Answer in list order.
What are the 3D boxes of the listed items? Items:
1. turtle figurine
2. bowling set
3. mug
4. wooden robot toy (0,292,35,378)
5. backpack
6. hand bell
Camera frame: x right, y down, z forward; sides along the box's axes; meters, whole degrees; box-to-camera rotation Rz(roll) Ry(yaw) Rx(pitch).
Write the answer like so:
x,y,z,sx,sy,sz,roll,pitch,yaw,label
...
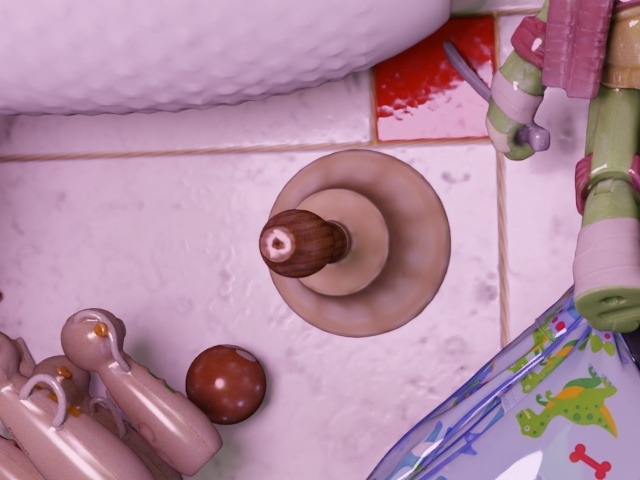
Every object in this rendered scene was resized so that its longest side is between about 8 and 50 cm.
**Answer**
x,y,z,sx,sy,sz,roll,pitch,yaw,label
0.202,-0.078,1.032,0.197,0.275,0.266,0,64,-10,turtle figurine
-0.150,0.112,1.169,0.154,0.287,0.200,45,55,1,bowling set
-0.085,-0.261,1.078,0.328,0.276,0.374,0,102,3,mug
-0.272,0.045,1.220,0.173,0.079,0.076,38,96,9,wooden robot toy
0.135,0.207,1.070,0.355,0.273,0.290,-35,88,20,backpack
0.000,0.000,1.083,0.126,0.242,0.126,0,89,12,hand bell
